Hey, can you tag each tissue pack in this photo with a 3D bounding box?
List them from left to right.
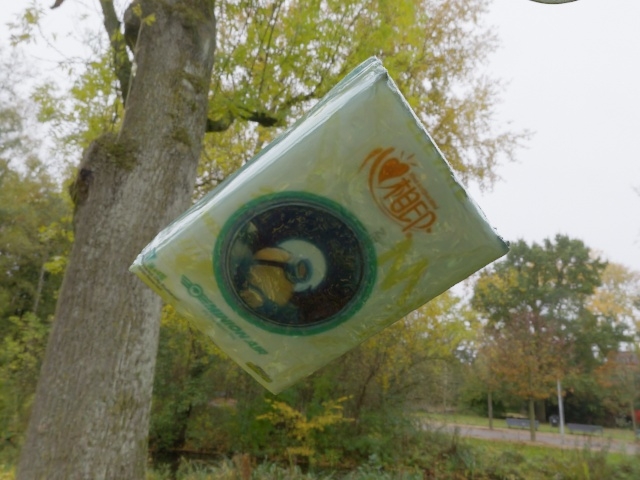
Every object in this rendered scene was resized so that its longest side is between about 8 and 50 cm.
[{"bbox_3d":[0.000,0.000,0.617,0.388,0.162,0.287,-36,-68,17],"label":"tissue pack"}]

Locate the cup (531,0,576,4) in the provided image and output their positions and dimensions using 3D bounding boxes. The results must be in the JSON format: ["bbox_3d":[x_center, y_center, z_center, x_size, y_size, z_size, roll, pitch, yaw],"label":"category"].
[{"bbox_3d":[0.430,-0.629,0.885,0.347,0.347,0.163,6,18,-6],"label":"cup"}]
